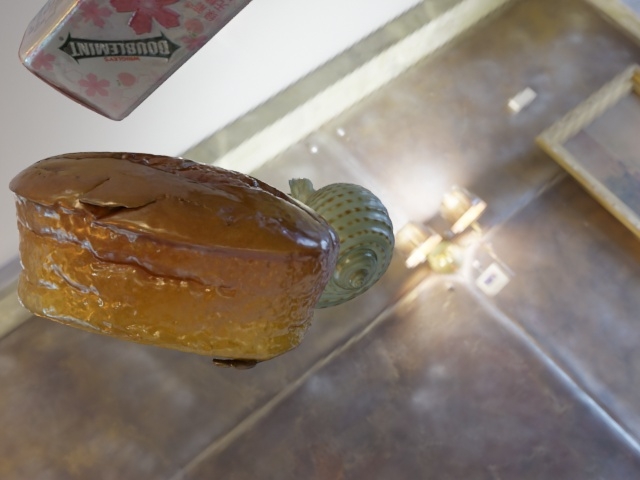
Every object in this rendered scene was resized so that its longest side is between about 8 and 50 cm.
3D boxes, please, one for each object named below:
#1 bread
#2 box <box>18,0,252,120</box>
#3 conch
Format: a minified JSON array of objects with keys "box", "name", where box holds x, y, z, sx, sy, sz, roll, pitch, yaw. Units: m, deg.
[{"box":[-0.121,0.003,0.750,0.195,0.270,0.142,-68,-12,-77],"name":"bread"},{"box":[-0.238,-0.325,1.245,0.190,0.112,0.370,28,-44,-32],"name":"box"},{"box":[0.009,0.006,1.073,0.172,0.131,0.200,-52,19,17],"name":"conch"}]
